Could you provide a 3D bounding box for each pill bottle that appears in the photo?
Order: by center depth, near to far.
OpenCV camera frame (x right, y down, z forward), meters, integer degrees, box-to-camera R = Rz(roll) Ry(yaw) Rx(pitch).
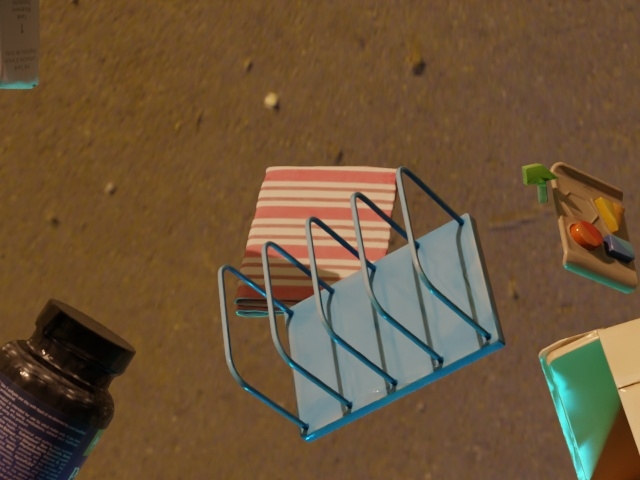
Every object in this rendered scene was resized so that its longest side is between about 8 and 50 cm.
[{"bbox_3d":[-0.264,0.168,1.352,0.123,0.123,0.219,33,89,-11],"label":"pill bottle"}]

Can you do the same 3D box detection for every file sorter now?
[{"bbox_3d":[0.024,0.043,1.064,0.170,0.118,0.104,-29,137,22],"label":"file sorter"}]

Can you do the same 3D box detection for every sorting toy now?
[{"bbox_3d":[0.137,-0.011,0.783,0.083,0.062,0.012,21,145,-35],"label":"sorting toy"}]

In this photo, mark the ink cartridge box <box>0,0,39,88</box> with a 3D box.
[{"bbox_3d":[-0.356,-0.145,1.240,0.275,0.060,0.239,10,105,27],"label":"ink cartridge box"}]

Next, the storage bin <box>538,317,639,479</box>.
[{"bbox_3d":[0.313,0.253,1.417,0.123,0.262,0.260,-18,133,8],"label":"storage bin"}]

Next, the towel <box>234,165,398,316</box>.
[{"bbox_3d":[0.000,0.000,1.492,0.144,0.197,0.029,3,139,10],"label":"towel"}]
